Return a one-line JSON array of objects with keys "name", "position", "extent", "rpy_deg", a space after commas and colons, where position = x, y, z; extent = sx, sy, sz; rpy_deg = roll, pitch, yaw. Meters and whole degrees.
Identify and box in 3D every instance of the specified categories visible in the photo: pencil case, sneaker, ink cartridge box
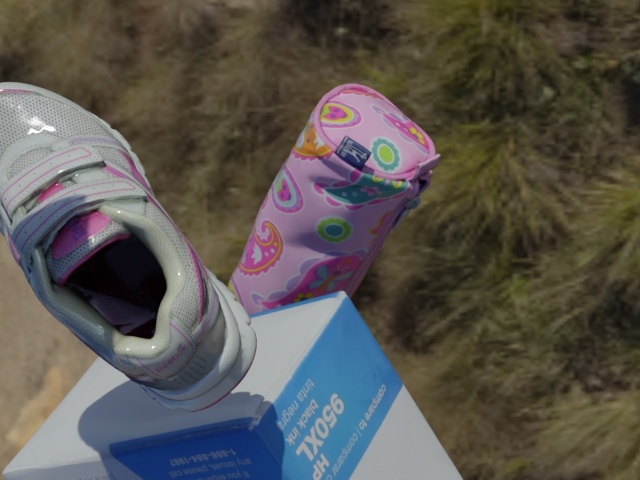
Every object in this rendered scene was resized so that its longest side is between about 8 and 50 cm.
[{"name": "pencil case", "position": [0.000, 0.000, 1.155], "extent": [0.124, 0.124, 0.284], "rpy_deg": [61, 137, 34]}, {"name": "sneaker", "position": [-0.140, -0.010, 0.799], "extent": [0.252, 0.103, 0.111], "rpy_deg": [45, 177, 15]}, {"name": "ink cartridge box", "position": [-0.021, 0.266, 1.074], "extent": [0.285, 0.166, 0.395], "rpy_deg": [-17, 115, 37]}]
